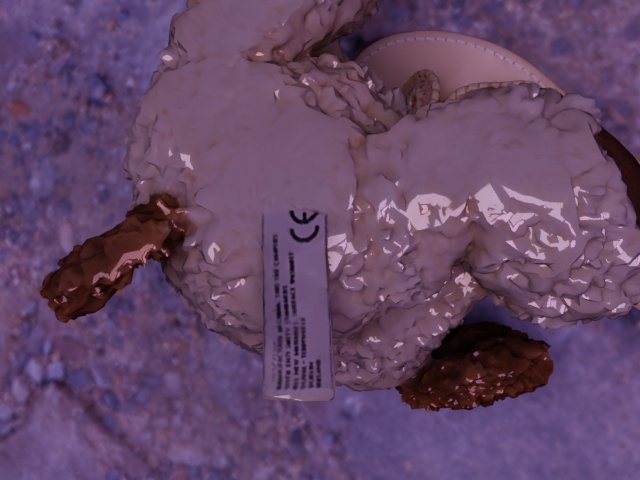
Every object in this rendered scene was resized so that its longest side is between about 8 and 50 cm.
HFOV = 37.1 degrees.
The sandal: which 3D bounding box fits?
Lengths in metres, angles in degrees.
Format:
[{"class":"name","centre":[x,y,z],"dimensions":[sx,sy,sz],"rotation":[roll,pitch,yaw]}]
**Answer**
[{"class":"sandal","centre":[0.106,-0.044,0.495],"dimensions":[0.240,0.079,0.088],"rotation":[38,99,16]}]

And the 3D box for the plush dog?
[{"class":"plush dog","centre":[0.000,0.000,0.454],"dimensions":[0.211,0.225,0.262],"rotation":[-41,66,-7]}]
